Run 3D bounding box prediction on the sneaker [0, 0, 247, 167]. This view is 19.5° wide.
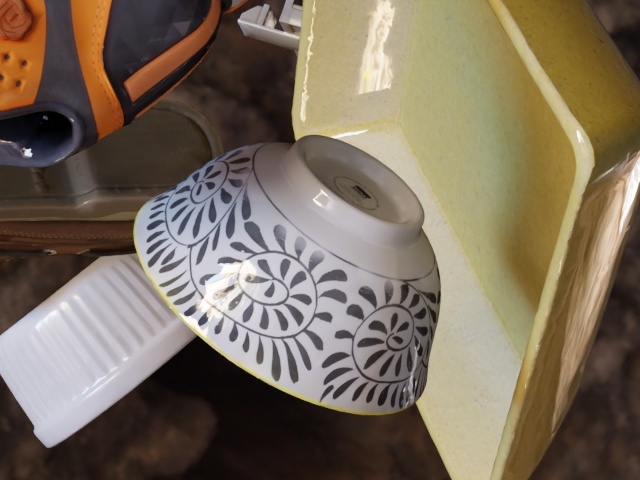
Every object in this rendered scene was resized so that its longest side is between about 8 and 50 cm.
[{"bbox_3d":[-0.188,-0.160,0.755,0.180,0.321,0.124,-49,6,-18],"label":"sneaker"}]

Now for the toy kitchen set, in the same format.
[{"bbox_3d":[-0.012,-0.173,1.321,0.083,0.068,0.075,57,-129,-74],"label":"toy kitchen set"}]

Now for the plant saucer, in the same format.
[{"bbox_3d":[0.084,-0.061,1.056,0.081,0.333,0.333,-13,-37,-16],"label":"plant saucer"}]

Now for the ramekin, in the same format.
[{"bbox_3d":[-0.201,0.083,1.694,0.207,0.109,0.207,-38,3,2],"label":"ramekin"}]

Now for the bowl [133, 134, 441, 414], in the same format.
[{"bbox_3d":[0.000,0.000,0.924,0.170,0.170,0.080,-3,-48,-53],"label":"bowl"}]

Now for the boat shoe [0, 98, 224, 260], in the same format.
[{"bbox_3d":[-0.218,-0.031,1.178,0.307,0.111,0.104,6,-34,-20],"label":"boat shoe"}]
